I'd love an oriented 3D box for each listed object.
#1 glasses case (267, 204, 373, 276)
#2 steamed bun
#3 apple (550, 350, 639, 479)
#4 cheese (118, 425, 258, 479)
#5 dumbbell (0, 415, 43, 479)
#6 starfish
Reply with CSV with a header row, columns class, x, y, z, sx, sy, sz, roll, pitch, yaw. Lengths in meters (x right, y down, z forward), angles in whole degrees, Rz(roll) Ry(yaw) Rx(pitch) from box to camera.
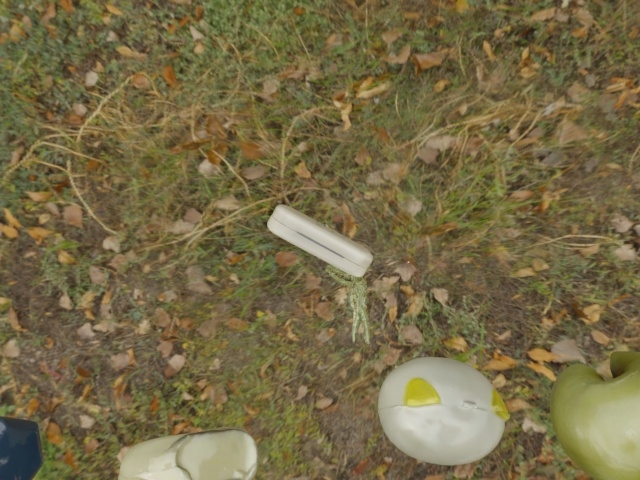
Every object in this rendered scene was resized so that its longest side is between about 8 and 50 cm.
class,x,y,z,sx,sy,sz,roll,pitch,yaw
glasses case,0.000,0.000,0.915,0.196,0.083,0.050,28,98,-6
steamed bun,0.359,0.506,1.540,0.373,0.334,0.335,9,89,-14
apple,0.640,0.376,1.080,0.291,0.292,0.254,-21,89,8
cheese,-0.263,0.457,1.052,0.233,0.265,0.127,-24,65,40
dumbbell,-0.673,0.387,0.925,0.324,0.160,0.144,-5,64,16
starfish,0.090,0.131,1.546,0.078,0.347,0.358,-16,116,-16
